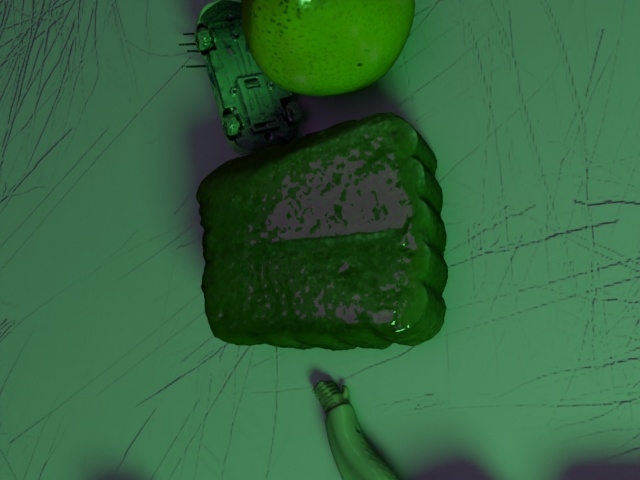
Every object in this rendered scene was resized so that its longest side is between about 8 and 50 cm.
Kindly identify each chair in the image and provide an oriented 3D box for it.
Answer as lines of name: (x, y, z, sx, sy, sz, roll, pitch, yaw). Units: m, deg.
chair: (-0.119, -0.223, 1.048, 0.086, 0.042, 0.037, -8, 77, -17)

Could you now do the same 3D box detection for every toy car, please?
toy car: (-0.082, -0.180, 1.006, 0.093, 0.058, 0.186, -15, 78, -18)

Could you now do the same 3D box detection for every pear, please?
pear: (0.002, -0.241, 0.902, 0.187, 0.219, 0.188, -3, 78, 17)

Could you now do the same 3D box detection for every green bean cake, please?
green bean cake: (0.000, 0.000, 0.917, 0.248, 0.125, 0.222, -6, 77, 18)

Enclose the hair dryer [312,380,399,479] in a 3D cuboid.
hair dryer: (0.036, 0.332, 0.876, 0.298, 0.119, 0.296, 34, 99, 38)
